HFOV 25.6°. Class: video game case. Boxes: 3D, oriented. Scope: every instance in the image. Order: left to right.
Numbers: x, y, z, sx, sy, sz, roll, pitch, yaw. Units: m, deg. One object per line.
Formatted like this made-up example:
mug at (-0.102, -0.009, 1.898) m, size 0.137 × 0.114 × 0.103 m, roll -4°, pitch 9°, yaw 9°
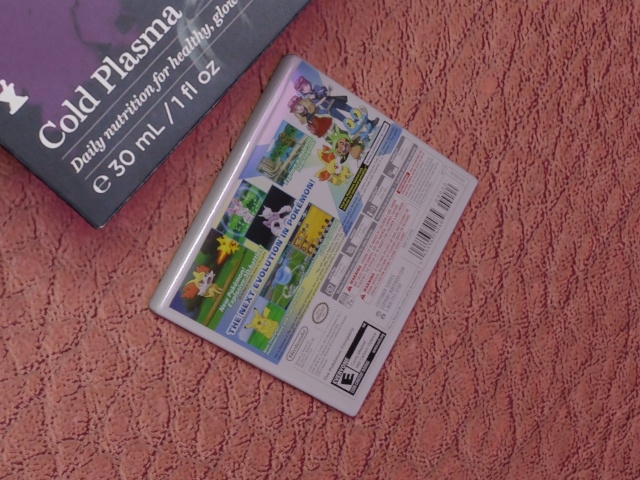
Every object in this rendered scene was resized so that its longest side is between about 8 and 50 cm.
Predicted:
video game case at (0.000, 0.000, 1.636) m, size 0.300 × 0.036 × 0.329 m, roll 31°, pitch 84°, yaw -29°

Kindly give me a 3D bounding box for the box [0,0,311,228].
box at (-0.235, -0.357, 1.267) m, size 0.480 × 0.297 × 0.472 m, roll -48°, pitch 115°, yaw -3°
